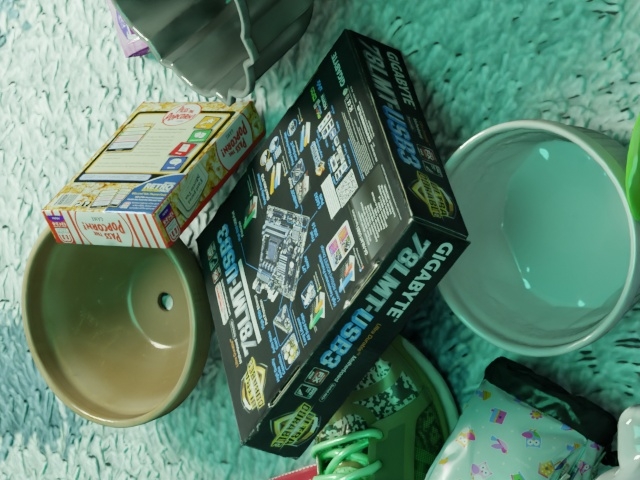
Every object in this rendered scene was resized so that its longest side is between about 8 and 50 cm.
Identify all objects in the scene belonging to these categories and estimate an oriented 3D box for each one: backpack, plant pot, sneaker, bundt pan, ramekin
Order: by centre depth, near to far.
[{"bbox_3d":[0.207,-0.007,1.483,0.207,0.109,0.207,6,101,34],"label":"ramekin"},{"bbox_3d":[0.168,0.208,1.513,0.152,0.115,0.182,28,84,32],"label":"backpack"},{"bbox_3d":[-0.119,-0.298,1.573,0.331,0.124,0.331,47,160,22],"label":"bundt pan"},{"bbox_3d":[0.051,0.251,1.586,0.158,0.182,0.410,-28,81,34],"label":"sneaker"},{"bbox_3d":[-0.195,0.072,1.766,0.237,0.110,0.237,6,102,32],"label":"plant pot"}]

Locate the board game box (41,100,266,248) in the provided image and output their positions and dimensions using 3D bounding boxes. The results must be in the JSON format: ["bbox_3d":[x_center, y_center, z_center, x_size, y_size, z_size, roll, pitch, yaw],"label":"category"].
[{"bbox_3d":[-0.165,-0.070,1.675,0.147,0.193,0.045,3,130,34],"label":"board game box"}]

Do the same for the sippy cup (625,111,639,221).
[{"bbox_3d":[0.402,-0.027,1.293,0.305,0.240,0.224,-137,41,-63],"label":"sippy cup"}]

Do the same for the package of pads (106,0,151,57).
[{"bbox_3d":[-0.193,-0.239,1.760,0.050,0.032,0.083,-20,86,36],"label":"package of pads"}]

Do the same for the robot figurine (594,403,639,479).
[{"bbox_3d":[0.325,0.311,1.400,0.300,0.200,0.353,-160,66,-69],"label":"robot figurine"}]

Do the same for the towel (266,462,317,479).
[{"bbox_3d":[-0.009,0.380,1.742,0.199,0.031,0.275,-25,82,36],"label":"towel"}]

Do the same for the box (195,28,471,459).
[{"bbox_3d":[0.000,0.000,1.556,0.293,0.073,0.295,-55,31,29],"label":"box"}]
